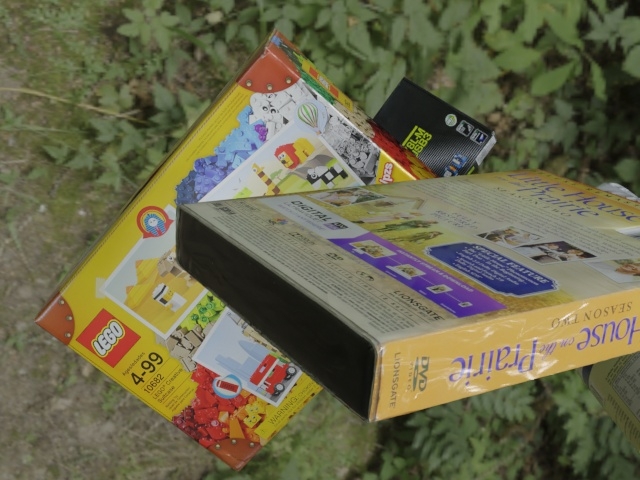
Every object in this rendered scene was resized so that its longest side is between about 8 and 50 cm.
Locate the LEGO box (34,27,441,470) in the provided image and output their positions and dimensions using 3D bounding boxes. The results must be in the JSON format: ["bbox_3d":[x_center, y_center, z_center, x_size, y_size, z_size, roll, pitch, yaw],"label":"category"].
[{"bbox_3d":[-0.090,0.018,1.295,0.372,0.193,0.500,39,107,-12],"label":"LEGO box"}]

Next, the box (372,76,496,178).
[{"bbox_3d":[0.153,-0.138,1.453,0.190,0.184,0.045,-53,160,1],"label":"box"}]

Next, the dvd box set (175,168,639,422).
[{"bbox_3d":[0.129,0.016,0.770,0.420,0.307,0.062,-8,113,-32],"label":"dvd box set"}]

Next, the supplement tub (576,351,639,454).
[{"bbox_3d":[0.480,0.197,1.059,0.235,0.325,0.235,-18,138,-17],"label":"supplement tub"}]

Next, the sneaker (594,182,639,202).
[{"bbox_3d":[0.519,-0.012,1.327,0.366,0.210,0.137,-3,110,-17],"label":"sneaker"}]
